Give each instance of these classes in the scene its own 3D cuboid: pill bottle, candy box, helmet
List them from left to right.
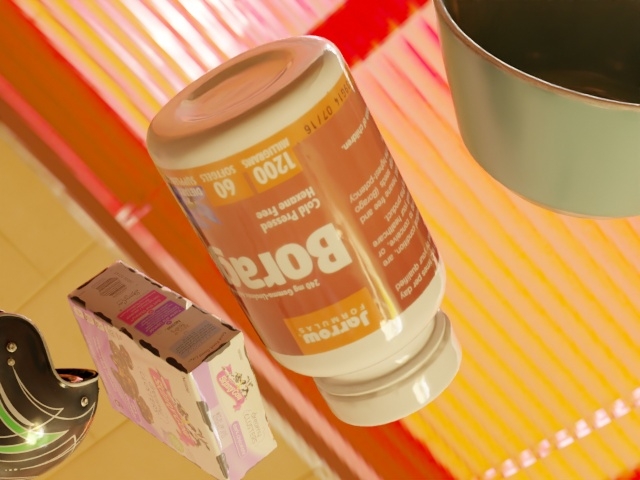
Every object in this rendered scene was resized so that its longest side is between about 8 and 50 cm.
[{"bbox_3d":[-0.296,0.149,1.112,0.161,0.169,0.169,56,-149,-16],"label":"helmet"},{"bbox_3d":[-0.147,0.131,1.187,0.070,0.196,0.165,-38,-47,-29],"label":"candy box"},{"bbox_3d":[0.000,0.000,0.698,0.216,0.121,0.121,61,-152,-25],"label":"pill bottle"}]

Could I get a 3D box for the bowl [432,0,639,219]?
[{"bbox_3d":[0.239,-0.134,1.028,0.311,0.163,0.311,3,-140,-3],"label":"bowl"}]
